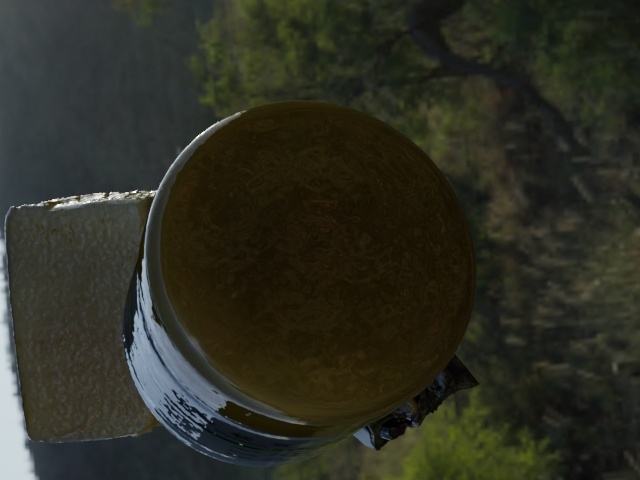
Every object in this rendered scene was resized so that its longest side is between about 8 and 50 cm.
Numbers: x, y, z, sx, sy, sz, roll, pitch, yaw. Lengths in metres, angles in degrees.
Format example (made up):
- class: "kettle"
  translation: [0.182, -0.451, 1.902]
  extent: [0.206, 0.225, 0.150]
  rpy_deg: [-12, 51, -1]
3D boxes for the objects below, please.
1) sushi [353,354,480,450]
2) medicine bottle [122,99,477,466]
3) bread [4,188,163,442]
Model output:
- class: "sushi"
  translation: [0.094, 0.210, 1.757]
  extent: [0.153, 0.150, 0.172]
  rpy_deg: [50, 154, -25]
- class: "medicine bottle"
  translation: [-0.027, 0.045, 0.955]
  extent: [0.232, 0.238, 0.238]
  rpy_deg: [125, 142, -66]
- class: "bread"
  translation: [-0.249, 0.084, 1.408]
  extent: [0.114, 0.185, 0.274]
  rpy_deg: [-37, -58, -78]
